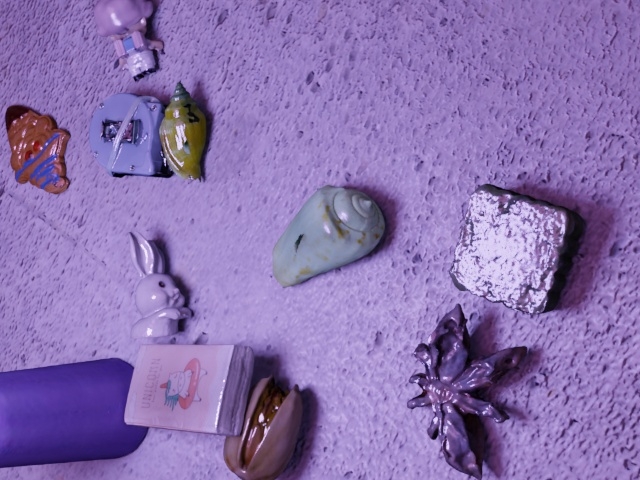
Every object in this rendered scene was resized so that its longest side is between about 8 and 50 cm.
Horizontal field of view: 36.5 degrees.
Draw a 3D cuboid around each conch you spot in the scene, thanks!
[{"bbox_3d":[-0.281,-0.223,1.983,0.095,0.079,0.200,6,88,0],"label":"conch"},{"bbox_3d":[0.005,-0.018,1.791,0.251,0.137,0.143,-21,102,47],"label":"conch"}]

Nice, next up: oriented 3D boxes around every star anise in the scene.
[{"bbox_3d":[0.229,0.243,1.625,0.198,0.111,0.257,27,106,30],"label":"star anise"}]

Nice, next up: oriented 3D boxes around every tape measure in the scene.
[{"bbox_3d":[-0.400,-0.221,2.047,0.181,0.107,0.182,-1,88,25],"label":"tape measure"}]

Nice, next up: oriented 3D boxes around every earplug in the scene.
[{"bbox_3d":[-0.550,0.341,1.888,0.215,0.456,0.215,-3,84,28],"label":"earplug"}]

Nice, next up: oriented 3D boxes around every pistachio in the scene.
[{"bbox_3d":[-0.102,0.355,1.807,0.130,0.131,0.206,22,84,11],"label":"pistachio"}]

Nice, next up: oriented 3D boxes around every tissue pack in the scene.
[{"bbox_3d":[-0.260,0.283,1.870,0.325,0.071,0.170,-6,69,48],"label":"tissue pack"}]

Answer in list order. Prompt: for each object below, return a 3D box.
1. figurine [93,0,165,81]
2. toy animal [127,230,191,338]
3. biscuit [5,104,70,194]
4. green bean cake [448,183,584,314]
[{"bbox_3d":[-0.416,-0.457,2.079,0.137,0.112,0.229,-21,85,23],"label":"figurine"},{"bbox_3d":[-0.331,0.087,1.978,0.131,0.104,0.220,-8,83,32],"label":"toy animal"},{"bbox_3d":[-0.662,-0.217,2.249,0.183,0.043,0.280,-44,69,17],"label":"biscuit"},{"bbox_3d":[0.321,0.016,1.595,0.183,0.094,0.185,20,97,30],"label":"green bean cake"}]
